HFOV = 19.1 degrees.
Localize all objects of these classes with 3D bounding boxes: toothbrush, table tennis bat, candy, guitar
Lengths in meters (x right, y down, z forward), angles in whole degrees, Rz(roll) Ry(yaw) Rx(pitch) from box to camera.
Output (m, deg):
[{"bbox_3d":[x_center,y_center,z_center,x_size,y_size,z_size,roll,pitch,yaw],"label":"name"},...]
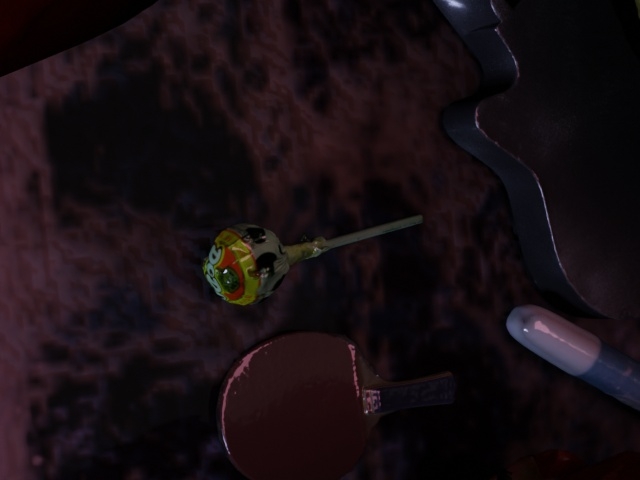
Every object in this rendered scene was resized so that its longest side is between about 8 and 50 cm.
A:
[{"bbox_3d":[0.178,0.087,0.676,0.275,0.019,0.025,26,85,-20],"label":"toothbrush"},{"bbox_3d":[0.006,0.052,0.605,0.083,0.007,0.050,-6,92,-25],"label":"table tennis bat"},{"bbox_3d":[0.000,0.000,0.598,0.083,0.023,0.025,-18,82,-33],"label":"candy"},{"bbox_3d":[0.055,-0.074,0.622,0.088,0.025,0.233,-47,110,-19],"label":"guitar"}]

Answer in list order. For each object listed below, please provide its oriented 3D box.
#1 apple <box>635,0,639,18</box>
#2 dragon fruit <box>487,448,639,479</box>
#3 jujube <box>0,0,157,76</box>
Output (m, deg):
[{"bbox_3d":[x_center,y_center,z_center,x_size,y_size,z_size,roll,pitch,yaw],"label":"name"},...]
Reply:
[{"bbox_3d":[0.233,-0.105,0.565,0.292,0.292,0.254,-13,100,-27],"label":"apple"},{"bbox_3d":[0.115,0.147,0.521,0.233,0.293,0.234,-3,61,6],"label":"dragon fruit"},{"bbox_3d":[-0.178,-0.164,0.392,0.376,0.258,0.258,17,82,-31],"label":"jujube"}]
